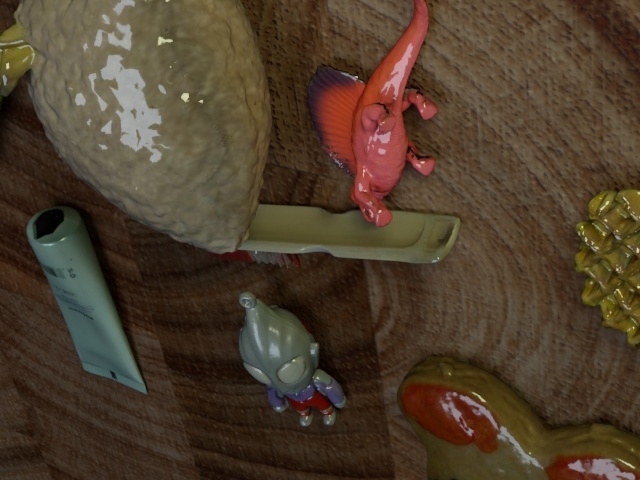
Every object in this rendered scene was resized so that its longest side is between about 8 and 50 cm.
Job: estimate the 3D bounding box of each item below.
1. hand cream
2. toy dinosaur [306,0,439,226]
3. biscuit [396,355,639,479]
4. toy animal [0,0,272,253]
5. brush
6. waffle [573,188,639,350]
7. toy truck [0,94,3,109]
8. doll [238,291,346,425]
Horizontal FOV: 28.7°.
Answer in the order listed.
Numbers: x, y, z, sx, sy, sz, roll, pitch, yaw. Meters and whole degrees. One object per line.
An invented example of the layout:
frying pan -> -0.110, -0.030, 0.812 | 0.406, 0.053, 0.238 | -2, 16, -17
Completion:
hand cream -> -0.306, 0.086, 1.619 | 0.109, 0.067, 0.320 | 16, 139, 25
toy dinosaur -> 0.039, -0.136, 1.151 | 0.139, 0.070, 0.286 | 41, 145, 36
biscuit -> 0.238, 0.330, 1.394 | 0.368, 0.076, 0.394 | 23, 137, 21
toy animal -> -0.163, -0.146, 1.176 | 0.226, 0.188, 0.358 | -6, 110, 33
brush -> 0.000, 0.000, 1.293 | 0.321, 0.060, 0.050 | 3, 140, 37
waffle -> 0.298, 0.023, 1.086 | 0.161, 0.046, 0.192 | 16, 135, 27
toy truck -> -0.468, -0.128, 1.490 | 0.211, 0.148, 0.187 | 9, 137, 4
doll -> -0.042, 0.135, 1.439 | 0.102, 0.075, 0.227 | -6, 135, 22
